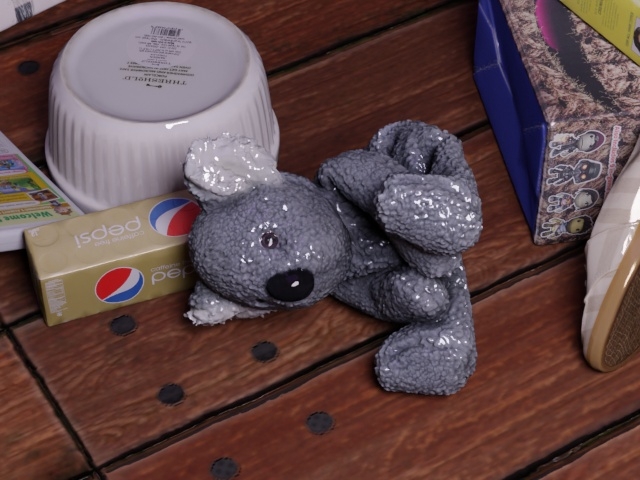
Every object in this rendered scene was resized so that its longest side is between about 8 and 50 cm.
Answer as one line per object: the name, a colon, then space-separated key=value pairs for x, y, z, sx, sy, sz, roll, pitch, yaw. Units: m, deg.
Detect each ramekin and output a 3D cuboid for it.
ramekin: x=-0.139 y=-0.115 z=1.427 sx=0.207 sy=0.109 sz=0.207 roll=0 pitch=46 yaw=0

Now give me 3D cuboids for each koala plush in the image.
koala plush: x=0.000 y=0.000 z=1.276 sx=0.221 sy=0.196 sz=0.203 roll=-4 pitch=35 yaw=-3

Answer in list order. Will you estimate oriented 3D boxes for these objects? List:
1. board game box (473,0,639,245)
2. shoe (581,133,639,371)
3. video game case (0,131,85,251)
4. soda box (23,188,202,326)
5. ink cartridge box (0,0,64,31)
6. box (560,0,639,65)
board game box: x=0.301 y=-0.141 z=1.430 sx=0.291 sy=0.141 sz=0.232 roll=-8 pitch=47 yaw=-7
shoe: x=0.250 y=-0.004 z=1.283 sx=0.076 sy=0.219 sz=0.058 roll=15 pitch=9 yaw=-44
video game case: x=-0.327 y=-0.048 z=1.364 sx=0.212 sy=0.023 sz=0.193 roll=-9 pitch=40 yaw=-45
soda box: x=-0.146 y=0.008 z=1.344 sx=0.181 sy=0.058 sz=0.061 roll=-14 pitch=48 yaw=-14
ink cartridge box: x=-0.329 y=-0.288 z=1.549 sx=0.237 sy=0.172 sz=0.100 roll=-32 pitch=54 yaw=-27
box: x=0.283 y=-0.184 z=1.331 sx=0.087 sy=0.058 sz=0.232 roll=-27 pitch=51 yaw=-23
